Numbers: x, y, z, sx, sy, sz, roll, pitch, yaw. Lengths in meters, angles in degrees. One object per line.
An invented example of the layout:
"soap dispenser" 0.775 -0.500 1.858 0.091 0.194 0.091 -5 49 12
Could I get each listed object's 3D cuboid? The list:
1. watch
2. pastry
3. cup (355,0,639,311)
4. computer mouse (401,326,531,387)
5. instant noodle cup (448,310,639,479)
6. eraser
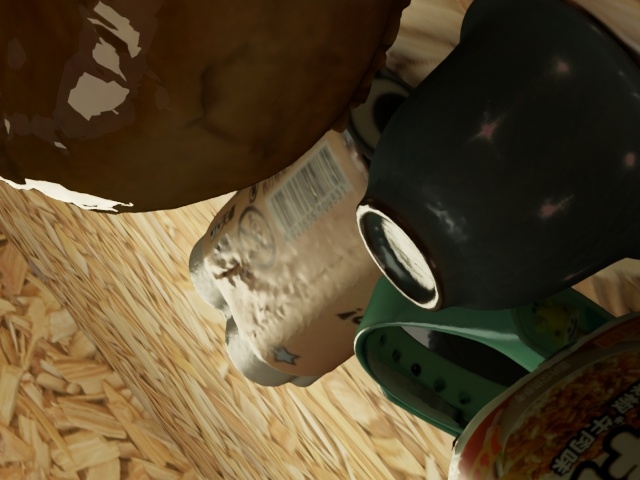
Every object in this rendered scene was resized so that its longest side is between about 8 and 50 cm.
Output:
"watch" 0.139 0.098 1.037 0.237 0.068 0.195 31 150 -16
"pastry" -0.112 -0.214 0.857 0.409 0.245 0.410 15 113 41
"cup" 0.102 -0.032 0.883 0.199 0.150 0.199 47 161 22
"computer mouse" 0.088 0.069 1.225 0.264 0.088 0.147 61 159 -13
"instant noodle cup" 0.238 0.199 0.826 0.308 0.294 0.294 39 158 56
"eraser" 0.000 0.000 1.150 0.290 0.087 0.171 -43 70 53
